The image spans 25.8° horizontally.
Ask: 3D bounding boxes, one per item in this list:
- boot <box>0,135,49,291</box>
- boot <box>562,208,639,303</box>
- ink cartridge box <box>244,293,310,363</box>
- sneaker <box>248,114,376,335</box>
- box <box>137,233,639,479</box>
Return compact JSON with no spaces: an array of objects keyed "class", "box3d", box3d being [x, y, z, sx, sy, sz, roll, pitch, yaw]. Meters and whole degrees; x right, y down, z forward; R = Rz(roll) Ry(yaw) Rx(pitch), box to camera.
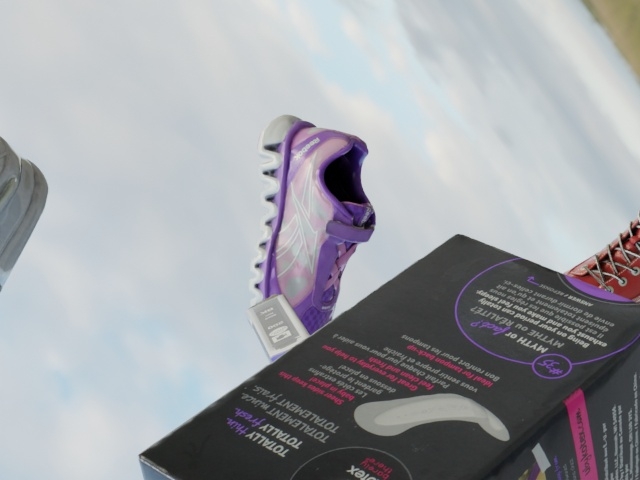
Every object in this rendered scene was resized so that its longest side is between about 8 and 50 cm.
[{"class":"boot","box3d":[-0.257,0.045,0.825,0.095,0.258,0.123,37,179,28]},{"class":"boot","box3d":[0.308,0.020,1.469,0.244,0.176,0.088,-22,-122,-29]},{"class":"ink cartridge box","box3d":[0.015,0.157,1.121,0.206,0.045,0.208,62,175,-14]},{"class":"sneaker","box3d":[0.000,0.000,1.292,0.095,0.104,0.236,3,-92,-58]},{"class":"box","box3d":[0.058,0.135,0.805,0.165,0.270,0.143,23,133,41]}]
